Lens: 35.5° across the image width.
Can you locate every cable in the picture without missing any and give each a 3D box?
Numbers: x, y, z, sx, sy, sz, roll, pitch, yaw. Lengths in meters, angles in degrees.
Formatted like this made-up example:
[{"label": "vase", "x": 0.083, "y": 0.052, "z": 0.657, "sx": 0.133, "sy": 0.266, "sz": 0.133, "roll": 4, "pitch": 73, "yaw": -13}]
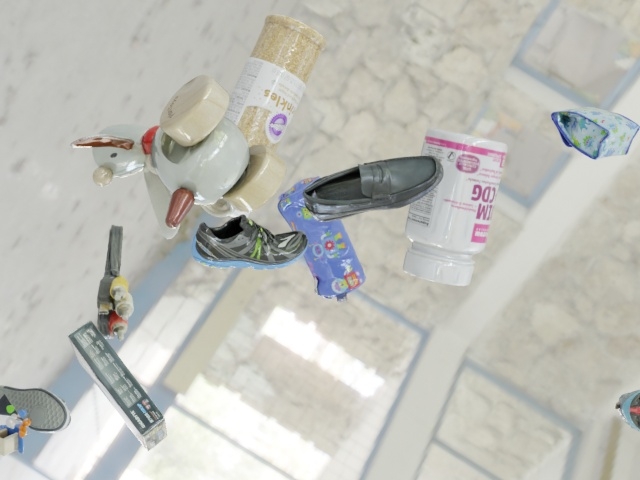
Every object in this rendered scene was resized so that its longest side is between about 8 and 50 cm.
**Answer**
[{"label": "cable", "x": -0.393, "y": 0.086, "z": 1.956, "sx": 0.287, "sy": 0.072, "sz": 0.139, "roll": -97, "pitch": -168, "yaw": -58}]

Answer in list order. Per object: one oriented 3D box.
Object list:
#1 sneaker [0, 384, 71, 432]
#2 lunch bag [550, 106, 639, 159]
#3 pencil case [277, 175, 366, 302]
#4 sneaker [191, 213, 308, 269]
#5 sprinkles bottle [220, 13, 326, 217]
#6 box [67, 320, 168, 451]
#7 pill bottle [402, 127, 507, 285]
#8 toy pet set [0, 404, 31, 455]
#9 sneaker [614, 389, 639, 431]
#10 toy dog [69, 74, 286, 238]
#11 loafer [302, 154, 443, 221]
[{"label": "sneaker", "x": -0.566, "y": 0.360, "z": 2.086, "sx": 0.163, "sy": 0.226, "sz": 0.086, "roll": 36, "pitch": 68, "yaw": -54}, {"label": "lunch bag", "x": 0.603, "y": -0.249, "z": 2.217, "sx": 0.129, "sy": 0.151, "sz": 0.096, "roll": -11, "pitch": 133, "yaw": -41}, {"label": "pencil case", "x": 0.000, "y": 0.000, "z": 2.427, "sx": 0.133, "sy": 0.306, "sz": 0.119, "roll": -26, "pitch": -173, "yaw": -13}, {"label": "sneaker", "x": -0.103, "y": 0.000, "z": 1.527, "sx": 0.067, "sy": 0.188, "sz": 0.078, "roll": -133, "pitch": -133, "yaw": -58}, {"label": "sprinkles bottle", "x": -0.113, "y": -0.218, "z": 1.764, "sx": 0.121, "sy": 0.121, "sz": 0.355, "roll": 121, "pitch": -7, "yaw": -87}, {"label": "box", "x": -0.352, "y": 0.258, "z": 1.749, "sx": 0.051, "sy": 0.220, "sz": 0.175, "roll": -36, "pitch": 168, "yaw": -18}, {"label": "pill bottle", "x": 0.253, "y": -0.065, "z": 1.926, "sx": 0.160, "sy": 0.160, "sz": 0.283, "roll": -58, "pitch": 160, "yaw": -82}, {"label": "toy pet set", "x": -0.587, "y": 0.352, "z": 1.910, "sx": 0.065, "sy": 0.122, "sz": 0.114, "roll": -21, "pitch": 119, "yaw": -58}, {"label": "sneaker", "x": 0.644, "y": 0.305, "z": 1.752, "sx": 0.125, "sy": 0.262, "sz": 0.104, "roll": 157, "pitch": -52, "yaw": -80}, {"label": "toy dog", "x": -0.192, "y": -0.077, "z": 1.216, "sx": 0.161, "sy": 0.220, "sz": 0.334, "roll": -57, "pitch": -167, "yaw": -23}, {"label": "loafer", "x": 0.081, "y": -0.086, "z": 1.557, "sx": 0.078, "sy": 0.223, "sz": 0.076, "roll": 51, "pitch": 26, "yaw": -61}]
